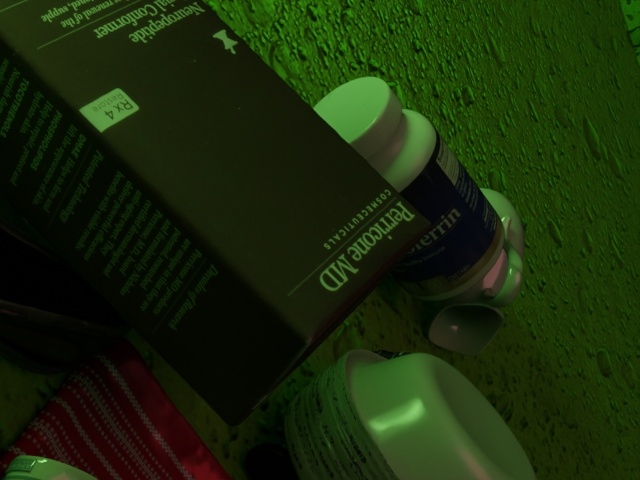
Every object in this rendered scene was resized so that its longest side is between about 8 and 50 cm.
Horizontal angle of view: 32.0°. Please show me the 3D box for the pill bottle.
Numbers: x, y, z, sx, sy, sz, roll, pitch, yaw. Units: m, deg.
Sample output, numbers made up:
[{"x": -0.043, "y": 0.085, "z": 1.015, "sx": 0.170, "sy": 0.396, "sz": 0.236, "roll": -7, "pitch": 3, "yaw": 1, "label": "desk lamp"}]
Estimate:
[{"x": 0.097, "y": -0.061, "z": 1.339, "sx": 0.265, "sy": 0.153, "sz": 0.153, "roll": 48, "pitch": 40, "yaw": -32, "label": "pill bottle"}]

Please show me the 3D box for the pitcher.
[{"x": 0.217, "y": 0.023, "z": 1.463, "sx": 0.125, "sy": 0.178, "sz": 0.207, "roll": 24, "pitch": 53, "yaw": -16, "label": "pitcher"}]

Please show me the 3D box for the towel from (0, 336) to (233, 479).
[{"x": -0.179, "y": 0.225, "z": 0.898, "sx": 0.199, "sy": 0.031, "sz": 0.275, "roll": 58, "pitch": 35, "yaw": -20, "label": "towel"}]

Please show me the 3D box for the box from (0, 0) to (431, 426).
[{"x": -0.122, "y": -0.066, "z": 0.864, "sx": 0.381, "sy": 0.143, "sz": 0.191, "roll": 45, "pitch": 44, "yaw": 3, "label": "box"}]

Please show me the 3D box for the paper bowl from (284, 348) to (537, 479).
[{"x": 0.109, "y": 0.228, "z": 1.121, "sx": 0.284, "sy": 0.148, "sz": 0.284, "roll": 45, "pitch": 15, "yaw": -16, "label": "paper bowl"}]

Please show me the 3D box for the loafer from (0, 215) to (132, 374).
[{"x": -0.261, "y": 0.005, "z": 0.814, "sx": 0.302, "sy": 0.095, "sz": 0.109, "roll": 38, "pitch": 45, "yaw": -42, "label": "loafer"}]

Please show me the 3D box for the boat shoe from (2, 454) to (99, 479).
[{"x": -0.153, "y": 0.244, "z": 0.841, "sx": 0.227, "sy": 0.079, "sz": 0.081, "roll": 39, "pitch": 55, "yaw": -30, "label": "boat shoe"}]

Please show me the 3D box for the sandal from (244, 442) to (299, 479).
[{"x": -0.011, "y": 0.268, "z": 1.103, "sx": 0.179, "sy": 0.067, "sz": 0.040, "roll": 61, "pitch": 23, "yaw": -14, "label": "sandal"}]

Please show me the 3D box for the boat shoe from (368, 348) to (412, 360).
[{"x": 0.128, "y": 0.195, "z": 1.336, "sx": 0.233, "sy": 0.079, "sz": 0.084, "roll": 39, "pitch": 43, "yaw": -43, "label": "boat shoe"}]
